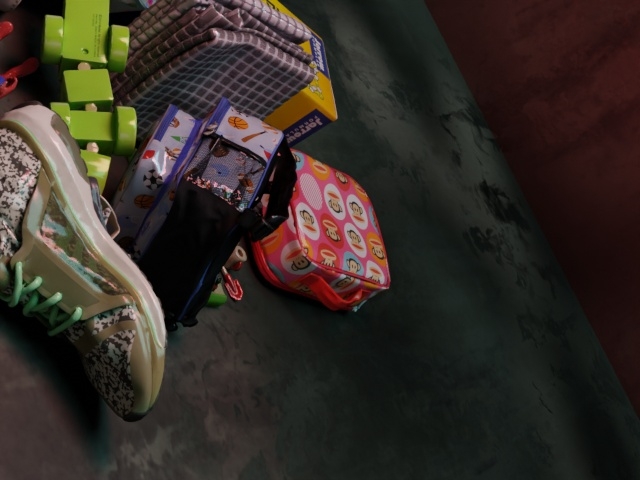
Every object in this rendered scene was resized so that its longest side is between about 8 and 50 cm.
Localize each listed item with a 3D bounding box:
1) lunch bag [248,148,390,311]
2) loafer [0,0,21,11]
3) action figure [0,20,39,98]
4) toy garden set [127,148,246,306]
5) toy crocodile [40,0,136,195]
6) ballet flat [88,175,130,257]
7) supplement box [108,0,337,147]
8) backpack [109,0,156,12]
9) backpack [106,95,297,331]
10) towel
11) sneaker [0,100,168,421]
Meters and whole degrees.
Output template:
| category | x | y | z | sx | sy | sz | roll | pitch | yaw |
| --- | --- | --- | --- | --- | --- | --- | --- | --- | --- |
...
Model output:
| category | x | y | z | sx | sy | sz | roll | pitch | yaw |
| --- | --- | --- | --- | --- | --- | --- | --- | --- | --- |
| lunch bag | 0.000 | 0.000 | 2.157 | 0.293 | 0.120 | 0.258 | 23 | 44 | -52 |
| loafer | -0.392 | -0.400 | 1.879 | 0.111 | 0.112 | 0.319 | 41 | 29 | -17 |
| action figure | -0.417 | -0.214 | 1.615 | 0.091 | 0.139 | 0.280 | 53 | 29 | -13 |
| toy garden set | -0.174 | -0.020 | 1.942 | 0.204 | 0.049 | 0.244 | 13 | 51 | -57 |
| toy crocodile | -0.315 | -0.199 | 1.745 | 0.115 | 0.105 | 0.340 | 1 | 65 | -19 |
| ballet flat | -0.277 | 0.011 | 1.651 | 0.074 | 0.074 | 0.203 | -33 | 106 | -65 |
| supplement box | -0.163 | -0.300 | 2.091 | 0.356 | 0.194 | 0.195 | 34 | 36 | -43 |
| backpack | -0.281 | -0.418 | 1.872 | 0.188 | 0.144 | 0.165 | 74 | 14 | -65 |
| backpack | -0.163 | -0.060 | 1.760 | 0.213 | 0.276 | 0.263 | 38 | 41 | -5 |
| towel | -0.172 | -0.235 | 1.891 | 0.235 | 0.284 | 0.121 | 22 | 45 | -44 |
| sneaker | -0.332 | 0.042 | 1.530 | 0.182 | 0.158 | 0.410 | -22 | 80 | -44 |
